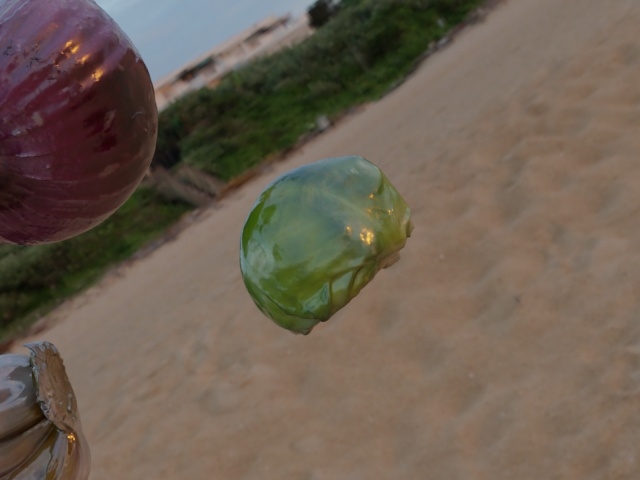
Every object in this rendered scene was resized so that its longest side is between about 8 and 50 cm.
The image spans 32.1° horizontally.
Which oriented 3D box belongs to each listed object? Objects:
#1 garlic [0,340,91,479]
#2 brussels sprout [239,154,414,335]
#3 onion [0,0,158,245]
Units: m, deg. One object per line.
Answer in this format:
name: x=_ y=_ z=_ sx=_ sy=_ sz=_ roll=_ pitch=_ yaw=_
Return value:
garlic: x=-0.364 y=0.205 z=1.246 sx=0.207 sy=0.207 sz=0.256 roll=-33 pitch=-14 yaw=29
brussels sprout: x=-0.004 y=-0.002 z=0.956 sx=0.151 sy=0.122 sz=0.149 roll=-38 pitch=2 yaw=-44
onion: x=-0.275 y=-0.118 z=1.092 sx=0.230 sy=0.256 sz=0.272 roll=-3 pitch=63 yaw=24
